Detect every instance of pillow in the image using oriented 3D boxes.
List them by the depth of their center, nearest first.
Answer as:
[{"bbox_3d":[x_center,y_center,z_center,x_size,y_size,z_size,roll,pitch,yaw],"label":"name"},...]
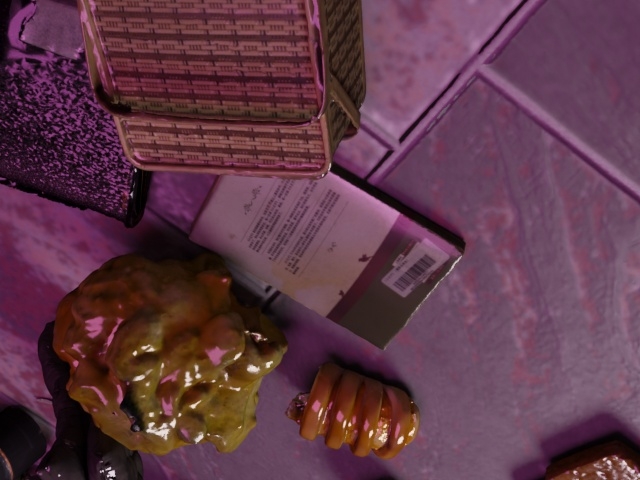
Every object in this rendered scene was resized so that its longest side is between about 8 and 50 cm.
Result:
[{"bbox_3d":[-0.309,0.271,1.145,0.101,0.326,0.228,-16,123,-9],"label":"pillow"}]

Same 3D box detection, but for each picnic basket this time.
[{"bbox_3d":[-0.085,-0.213,0.765,0.228,0.175,0.313,6,127,16],"label":"picnic basket"}]

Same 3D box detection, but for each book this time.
[{"bbox_3d":[0.000,0.000,0.988,0.289,0.026,0.201,32,129,-4],"label":"book"}]

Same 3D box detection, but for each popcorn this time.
[{"bbox_3d":[-0.180,0.137,1.035,0.286,0.252,0.215,46,169,-31],"label":"popcorn"}]

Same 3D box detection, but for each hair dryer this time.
[{"bbox_3d":[-0.647,0.296,1.376,0.352,0.189,0.107,34,129,11],"label":"hair dryer"}]

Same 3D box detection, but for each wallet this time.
[{"bbox_3d":[-0.297,-0.153,0.964,0.220,0.071,0.262,20,123,6],"label":"wallet"}]

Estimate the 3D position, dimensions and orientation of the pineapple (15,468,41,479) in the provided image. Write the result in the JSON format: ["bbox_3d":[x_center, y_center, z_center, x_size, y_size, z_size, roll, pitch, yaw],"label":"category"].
[{"bbox_3d":[-0.598,0.505,1.490,0.262,0.262,0.272,30,117,-3],"label":"pineapple"}]

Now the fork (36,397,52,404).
[{"bbox_3d":[-0.413,0.269,1.358,0.115,0.012,0.016,9,124,20],"label":"fork"}]

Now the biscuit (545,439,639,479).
[{"bbox_3d":[0.384,0.372,1.111,0.278,0.043,0.302,11,127,16],"label":"biscuit"}]

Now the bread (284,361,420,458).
[{"bbox_3d":[0.044,0.231,1.111,0.177,0.084,0.119,17,130,3],"label":"bread"}]
